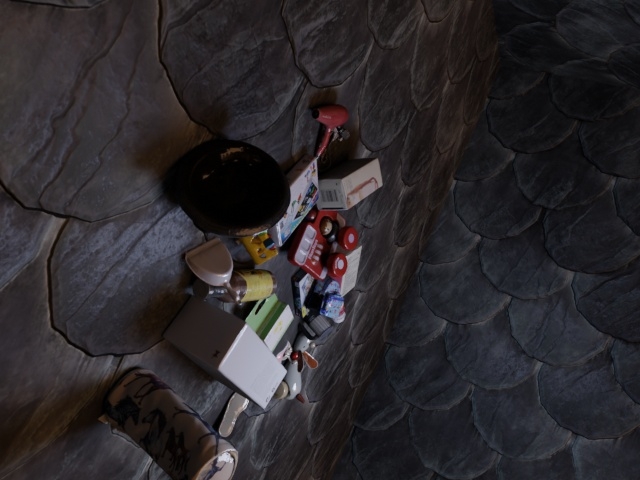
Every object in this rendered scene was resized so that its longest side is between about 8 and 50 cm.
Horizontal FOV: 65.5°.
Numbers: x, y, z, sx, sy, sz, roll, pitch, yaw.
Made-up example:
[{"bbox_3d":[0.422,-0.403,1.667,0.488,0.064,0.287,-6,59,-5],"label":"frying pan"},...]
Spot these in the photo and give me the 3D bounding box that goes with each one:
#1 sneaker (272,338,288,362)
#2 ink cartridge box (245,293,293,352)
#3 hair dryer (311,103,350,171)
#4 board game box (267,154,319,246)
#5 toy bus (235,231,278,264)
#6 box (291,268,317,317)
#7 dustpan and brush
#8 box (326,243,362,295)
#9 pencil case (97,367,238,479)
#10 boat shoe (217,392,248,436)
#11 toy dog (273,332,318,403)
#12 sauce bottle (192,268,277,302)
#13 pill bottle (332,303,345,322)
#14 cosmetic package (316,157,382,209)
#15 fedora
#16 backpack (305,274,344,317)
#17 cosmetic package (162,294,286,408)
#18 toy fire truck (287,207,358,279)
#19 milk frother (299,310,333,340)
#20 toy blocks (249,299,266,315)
[{"bbox_3d":[-0.183,0.492,2.162,0.134,0.051,0.070,-54,153,-20],"label":"sneaker"},{"bbox_3d":[-0.186,0.298,1.874,0.171,0.056,0.235,-56,155,-26],"label":"ink cartridge box"},{"bbox_3d":[0.034,-0.398,1.849,0.223,0.080,0.293,-59,153,-16],"label":"hair dryer"},{"bbox_3d":[-0.097,-0.147,1.785,0.305,0.053,0.193,-54,152,-41],"label":"board game box"},{"bbox_3d":[-0.224,-0.019,1.611,0.104,0.202,0.191,-32,155,-4],"label":"toy bus"},{"bbox_3d":[-0.057,0.208,2.185,0.159,0.044,0.233,-46,147,-38],"label":"box"},{"bbox_3d":[-0.300,0.104,1.502,0.147,0.211,0.060,-33,166,-50],"label":"dustpan and brush"},{"bbox_3d":[0.089,0.123,2.307,0.148,0.127,0.232,-32,137,-50],"label":"box"},{"bbox_3d":[-0.408,0.528,1.343,0.183,0.410,0.160,-53,149,-15],"label":"pencil case"},{"bbox_3d":[-0.353,0.678,1.992,0.065,0.075,0.206,-24,-144,62],"label":"boat shoe"},{"bbox_3d":[-0.098,0.608,2.286,0.220,0.161,0.333,-15,123,-59],"label":"toy dog"},{"bbox_3d":[-0.275,0.150,1.640,0.344,0.111,0.111,5,105,-63],"label":"sauce bottle"},{"bbox_3d":[0.081,0.352,2.519,0.086,0.086,0.152,-53,152,-28],"label":"pill bottle"},{"bbox_3d":[0.113,-0.232,2.016,0.296,0.153,0.129,-36,119,-46],"label":"cosmetic package"},{"bbox_3d":[-0.250,-0.118,1.378,0.334,0.334,0.152,-45,177,-39],"label":"fedora"},{"bbox_3d":[0.032,0.243,2.188,0.158,0.117,0.173,32,74,-56],"label":"backpack"},{"bbox_3d":[-0.297,0.381,1.650,0.161,0.230,0.453,-57,153,-22],"label":"cosmetic package"},{"bbox_3d":[0.000,0.000,2.009,0.254,0.169,0.302,42,61,-43],"label":"toy fire truck"},{"bbox_3d":[-0.012,0.383,2.303,0.129,0.135,0.143,-51,159,26],"label":"milk frother"},{"bbox_3d":[-0.223,0.284,1.915,0.148,0.054,0.123,-63,153,-12],"label":"toy blocks"}]
